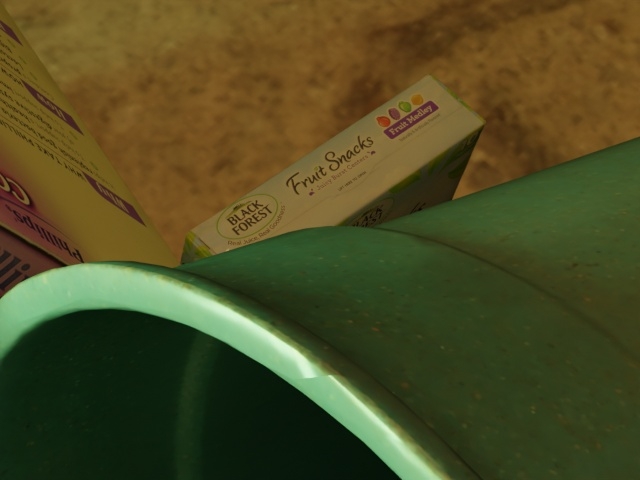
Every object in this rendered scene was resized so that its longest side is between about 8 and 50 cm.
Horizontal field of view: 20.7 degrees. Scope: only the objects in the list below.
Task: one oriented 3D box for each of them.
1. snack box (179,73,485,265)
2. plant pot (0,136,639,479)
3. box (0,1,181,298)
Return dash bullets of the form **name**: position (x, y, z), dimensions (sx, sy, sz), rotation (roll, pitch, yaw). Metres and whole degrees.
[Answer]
- **snack box**: position (0.000, 0.000, 0.744), dimensions (0.141, 0.100, 0.037), rotation (-35, 69, -29)
- **plant pot**: position (0.112, 0.110, 0.571), dimensions (0.334, 0.341, 0.341), rotation (-24, 63, -34)
- **box**: position (-0.170, -0.028, 0.628), dimensions (0.117, 0.213, 0.243), rotation (-41, 59, 6)
